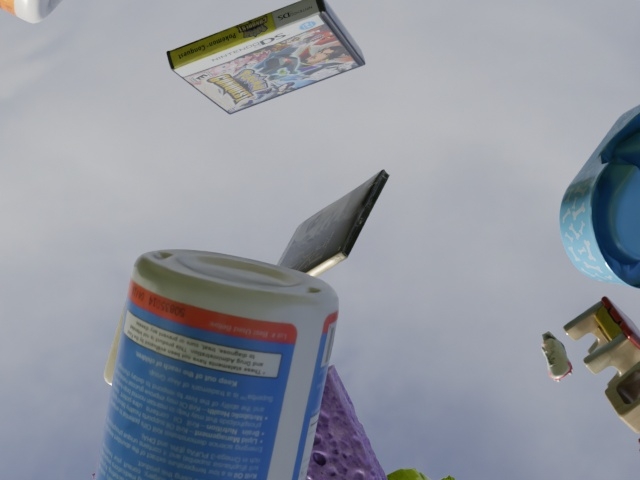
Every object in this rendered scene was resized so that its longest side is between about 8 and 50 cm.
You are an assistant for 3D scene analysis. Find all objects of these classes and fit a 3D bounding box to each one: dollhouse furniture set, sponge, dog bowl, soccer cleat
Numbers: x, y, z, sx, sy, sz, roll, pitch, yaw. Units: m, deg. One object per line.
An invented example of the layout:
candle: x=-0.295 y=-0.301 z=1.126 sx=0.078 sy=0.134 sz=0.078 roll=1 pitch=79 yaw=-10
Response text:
dollhouse furniture set: x=0.462 y=0.206 z=1.437 sx=0.152 sy=0.201 sz=0.374 roll=-42 pitch=-156 yaw=12
sponge: x=-0.061 y=0.191 z=0.932 sx=0.210 sy=0.117 sz=0.031 roll=-24 pitch=-172 yaw=10
dog bowl: x=0.403 y=-0.064 z=1.503 sx=0.074 sy=0.166 sz=0.297 roll=-11 pitch=-147 yaw=54
soccer cleat: x=0.258 y=0.128 z=1.322 sx=0.029 sy=0.035 sz=0.083 roll=-32 pitch=-168 yaw=16

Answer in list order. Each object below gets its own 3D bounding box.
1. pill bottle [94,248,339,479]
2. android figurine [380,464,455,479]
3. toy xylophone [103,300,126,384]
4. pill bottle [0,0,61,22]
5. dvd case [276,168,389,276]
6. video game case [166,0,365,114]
pill bottle: x=-0.068 y=0.124 z=0.706 sx=0.124 sy=0.124 sz=0.221 roll=19 pitch=-80 yaw=47
android figurine: x=0.073 y=0.410 z=1.651 sx=0.273 sy=0.248 sz=0.056 roll=-25 pitch=-149 yaw=-8
toy xylophone: x=-0.170 y=0.202 z=1.245 sx=0.323 sy=0.081 sz=0.236 roll=-138 pitch=-118 yaw=-68
pill bottle: x=-0.495 y=-0.463 z=1.540 sx=0.224 sy=0.392 sz=0.224 roll=-63 pitch=-175 yaw=9
dvd case: x=0.000 y=0.000 z=1.684 sx=0.221 sy=0.018 sz=0.164 roll=-33 pitch=-157 yaw=49
video game case: x=-0.077 y=-0.283 z=1.868 sx=0.248 sy=0.275 sz=0.035 roll=-19 pitch=-103 yaw=11
